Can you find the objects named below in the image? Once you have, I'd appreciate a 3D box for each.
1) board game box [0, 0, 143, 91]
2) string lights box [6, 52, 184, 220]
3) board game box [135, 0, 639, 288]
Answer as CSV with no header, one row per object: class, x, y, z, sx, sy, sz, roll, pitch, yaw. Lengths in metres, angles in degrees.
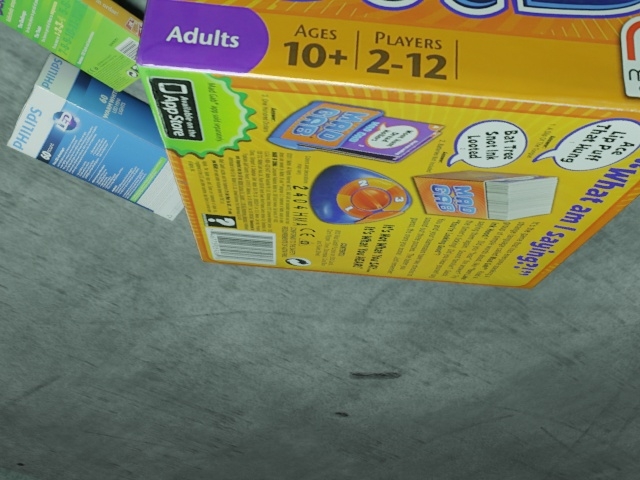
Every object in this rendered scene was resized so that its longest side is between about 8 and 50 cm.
board game box,-0.320,-0.276,0.833,0.124,0.039,0.259,-15,149,43
string lights box,-0.296,-0.140,1.004,0.259,0.077,0.133,27,134,-25
board game box,0.071,-0.187,0.628,0.355,0.357,0.356,5,159,-1
